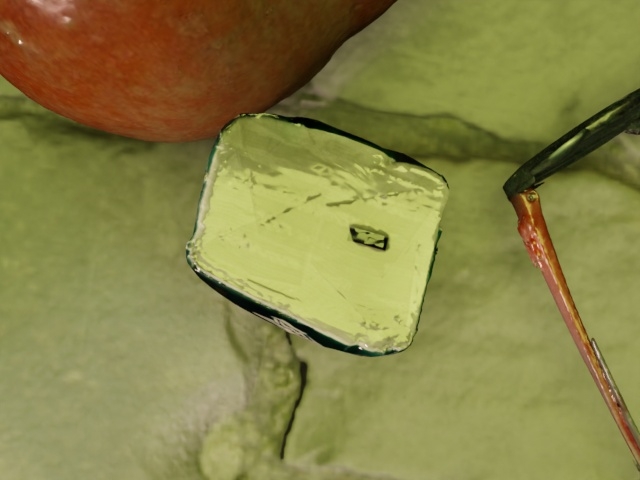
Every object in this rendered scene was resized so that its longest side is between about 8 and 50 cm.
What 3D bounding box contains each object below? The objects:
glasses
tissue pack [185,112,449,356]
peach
[{"bbox_3d":[0.241,0.026,0.539,0.234,0.118,0.268,-22,86,-5],"label":"glasses"},{"bbox_3d":[0.000,0.000,0.507,0.103,0.170,0.090,22,86,2],"label":"tissue pack"},{"bbox_3d":[-0.065,-0.170,0.489,0.252,0.252,0.253,0,85,-2],"label":"peach"}]
